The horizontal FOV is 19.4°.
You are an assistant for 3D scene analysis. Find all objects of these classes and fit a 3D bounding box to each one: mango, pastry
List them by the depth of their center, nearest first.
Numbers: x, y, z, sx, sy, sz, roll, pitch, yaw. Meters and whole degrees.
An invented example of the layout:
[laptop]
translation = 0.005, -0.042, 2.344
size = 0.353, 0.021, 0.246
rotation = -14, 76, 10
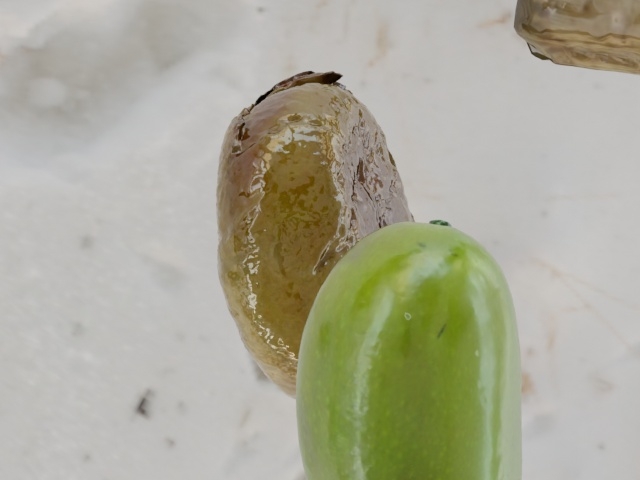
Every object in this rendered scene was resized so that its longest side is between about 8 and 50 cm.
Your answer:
[mango]
translation = 0.067, 0.158, 1.367
size = 0.192, 0.156, 0.343
rotation = -7, 96, -56
[pastry]
translation = 0.000, 0.000, 1.968
size = 0.163, 0.356, 0.356
rotation = -9, 106, 16

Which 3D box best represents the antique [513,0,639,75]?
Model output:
[antique]
translation = 0.183, -0.206, 0.764
size = 0.125, 0.150, 0.284
rotation = -10, 110, -53
